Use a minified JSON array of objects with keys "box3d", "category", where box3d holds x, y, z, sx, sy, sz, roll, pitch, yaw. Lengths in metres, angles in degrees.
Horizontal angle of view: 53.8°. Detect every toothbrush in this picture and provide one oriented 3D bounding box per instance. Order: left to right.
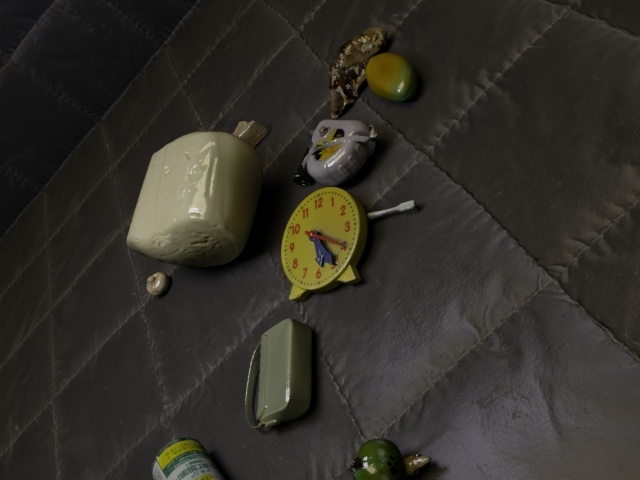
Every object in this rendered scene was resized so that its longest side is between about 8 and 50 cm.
[{"box3d":[0.103,-0.053,1.619,0.342,0.030,0.025,-14,54,39],"category":"toothbrush"}]

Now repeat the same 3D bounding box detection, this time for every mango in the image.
[{"box3d":[0.201,-0.450,1.752,0.130,0.092,0.195,-40,46,15],"category":"mango"}]

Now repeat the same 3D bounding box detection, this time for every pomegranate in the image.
[{"box3d":[0.132,0.433,1.195,0.161,0.122,0.122,-14,49,6],"category":"pomegranate"}]

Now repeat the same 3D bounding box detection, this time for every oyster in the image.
[{"box3d":[0.093,-0.511,1.912,0.166,0.094,0.295,10,77,39],"category":"oyster"}]

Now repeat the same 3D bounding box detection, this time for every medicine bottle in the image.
[{"box3d":[-0.281,0.596,1.465,0.141,0.141,0.293,-56,39,-1],"category":"medicine bottle"}]

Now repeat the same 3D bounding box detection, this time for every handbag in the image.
[{"box3d":[-0.110,0.330,1.539,0.219,0.079,0.256,-34,42,40],"category":"handbag"}]

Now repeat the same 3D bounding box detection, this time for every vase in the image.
[{"box3d":[-0.033,-0.246,1.870,0.059,0.059,0.167,-3,61,44],"category":"vase"}]

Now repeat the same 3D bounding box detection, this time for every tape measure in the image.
[{"box3d":[0.047,-0.242,1.737,0.236,0.120,0.197,13,68,54],"category":"tape measure"}]

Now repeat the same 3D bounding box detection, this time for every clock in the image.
[{"box3d":[-0.003,-0.003,1.626,0.277,0.071,0.294,-27,54,35],"category":"clock"}]

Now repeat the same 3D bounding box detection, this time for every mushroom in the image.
[{"box3d":[-0.545,0.142,2.106,0.083,0.067,0.084,-24,44,25],"category":"mushroom"}]

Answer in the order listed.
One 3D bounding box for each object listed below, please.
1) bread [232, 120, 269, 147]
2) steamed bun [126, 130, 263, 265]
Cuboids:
[{"box3d":[-0.257,-0.327,2.139,0.105,0.077,0.152,12,74,50],"category":"bread"},{"box3d":[-0.362,-0.099,1.924,0.455,0.290,0.372,-10,62,44],"category":"steamed bun"}]
